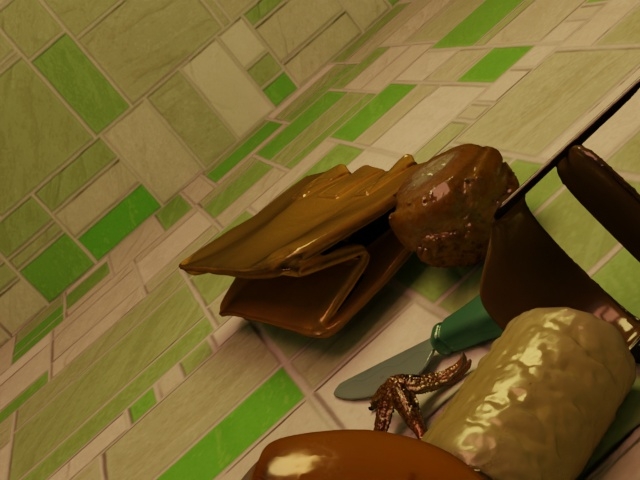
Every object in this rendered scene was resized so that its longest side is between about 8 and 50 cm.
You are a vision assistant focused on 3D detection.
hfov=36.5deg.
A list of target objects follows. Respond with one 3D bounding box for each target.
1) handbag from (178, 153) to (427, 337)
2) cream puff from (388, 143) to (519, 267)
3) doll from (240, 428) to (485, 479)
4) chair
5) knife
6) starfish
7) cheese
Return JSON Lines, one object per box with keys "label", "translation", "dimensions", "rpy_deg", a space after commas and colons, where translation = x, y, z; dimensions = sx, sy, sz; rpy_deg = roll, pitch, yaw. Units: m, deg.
{"label": "handbag", "translation": [0.000, 0.000, 1.291], "dimensions": [0.283, 0.133, 0.401], "rpy_deg": [-41, 15, -20]}
{"label": "cream puff", "translation": [0.151, -0.032, 1.062], "dimensions": [0.150, 0.115, 0.165], "rpy_deg": [-26, 14, 45]}
{"label": "doll", "translation": [0.027, 0.236, 0.586], "dimensions": [0.213, 0.236, 0.214], "rpy_deg": [-1, 46, 1]}
{"label": "chair", "translation": [0.241, -0.015, 0.744], "dimensions": [0.247, 0.159, 0.172], "rpy_deg": [-43, -5, -1]}
{"label": "knife", "translation": [0.101, 0.115, 0.961], "dimensions": [0.260, 0.034, 0.063], "rpy_deg": [-36, 23, 33]}
{"label": "starfish", "translation": [0.069, 0.150, 0.906], "dimensions": [0.133, 0.041, 0.130], "rpy_deg": [-48, 17, -25]}
{"label": "cheese", "translation": [0.147, 0.133, 0.705], "dimensions": [0.167, 0.094, 0.123], "rpy_deg": [-46, 8, -33]}
